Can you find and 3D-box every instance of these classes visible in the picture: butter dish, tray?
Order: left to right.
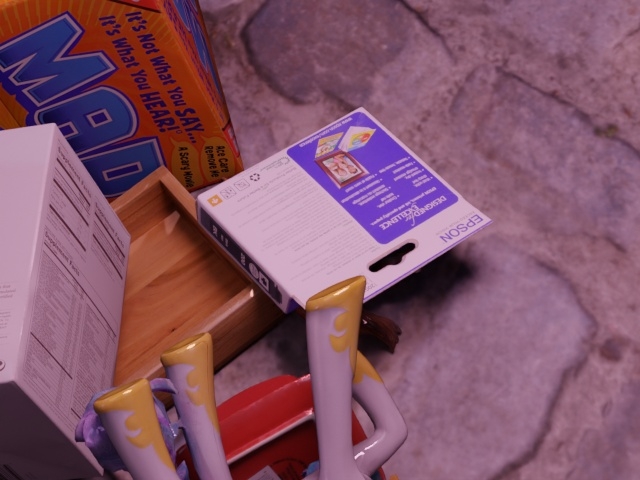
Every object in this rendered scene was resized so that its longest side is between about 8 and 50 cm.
[{"bbox_3d":[-0.257,0.122,1.406,0.411,0.076,0.203,-38,55,-9],"label":"tray"},{"bbox_3d":[-0.046,0.185,1.272,0.160,0.160,0.118,-30,31,-4],"label":"butter dish"}]

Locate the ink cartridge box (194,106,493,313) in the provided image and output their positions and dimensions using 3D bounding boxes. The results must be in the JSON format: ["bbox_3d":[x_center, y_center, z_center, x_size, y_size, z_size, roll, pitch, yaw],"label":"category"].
[{"bbox_3d":[0.021,-0.017,1.355,0.206,0.045,0.208,-30,52,-22],"label":"ink cartridge box"}]

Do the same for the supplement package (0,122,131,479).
[{"bbox_3d":[-0.308,0.065,1.291,0.199,0.198,0.263,-7,56,13],"label":"supplement package"}]

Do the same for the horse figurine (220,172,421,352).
[{"bbox_3d":[0.000,0.000,1.415,0.174,0.066,0.263,-15,51,-2],"label":"horse figurine"}]

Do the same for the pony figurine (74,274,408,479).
[{"bbox_3d":[-0.040,0.253,1.104,0.351,0.303,0.363,-25,97,-10],"label":"pony figurine"}]

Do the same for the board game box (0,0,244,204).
[{"bbox_3d":[-0.329,-0.242,1.481,0.356,0.356,0.357,-19,57,4],"label":"board game box"}]
